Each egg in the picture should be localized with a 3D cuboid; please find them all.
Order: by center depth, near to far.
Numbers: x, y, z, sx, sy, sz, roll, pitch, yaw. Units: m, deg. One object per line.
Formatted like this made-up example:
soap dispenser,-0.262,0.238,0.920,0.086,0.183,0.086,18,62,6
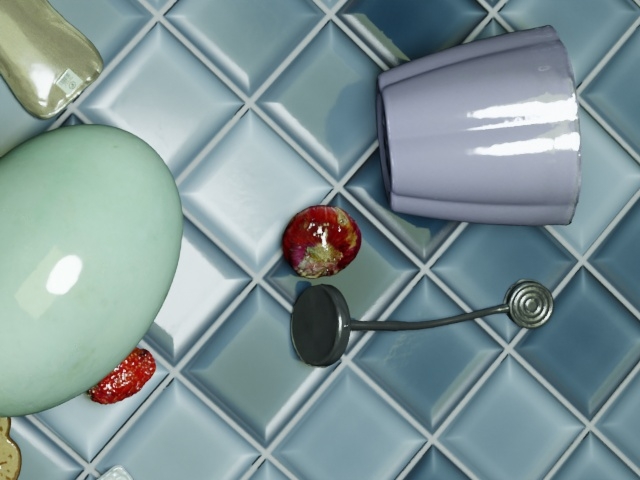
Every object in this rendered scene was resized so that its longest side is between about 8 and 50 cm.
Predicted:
egg,-0.323,0.033,1.788,0.276,0.276,0.389,34,72,-12

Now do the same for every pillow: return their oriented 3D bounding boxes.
pillow,-0.383,-0.267,1.901,0.217,0.033,0.130,46,74,-10

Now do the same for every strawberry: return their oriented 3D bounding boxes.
strawberry,-0.259,0.168,1.910,0.096,0.083,0.083,-16,94,-18

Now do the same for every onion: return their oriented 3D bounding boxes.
onion,0.000,0.000,1.970,0.107,0.097,0.107,-10,131,-12

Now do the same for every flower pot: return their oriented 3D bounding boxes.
flower pot,0.201,-0.135,1.949,0.243,0.265,0.265,-8,92,-3

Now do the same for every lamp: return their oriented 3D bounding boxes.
lamp,0.152,0.113,1.997,0.371,0.108,0.130,3,92,-15

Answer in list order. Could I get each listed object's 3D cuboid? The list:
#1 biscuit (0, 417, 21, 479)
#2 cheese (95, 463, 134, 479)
biscuit,-0.526,0.222,1.858,0.301,0.043,0.278,-24,96,-13
cheese,-0.337,0.376,1.901,0.235,0.050,0.127,-36,97,-10
